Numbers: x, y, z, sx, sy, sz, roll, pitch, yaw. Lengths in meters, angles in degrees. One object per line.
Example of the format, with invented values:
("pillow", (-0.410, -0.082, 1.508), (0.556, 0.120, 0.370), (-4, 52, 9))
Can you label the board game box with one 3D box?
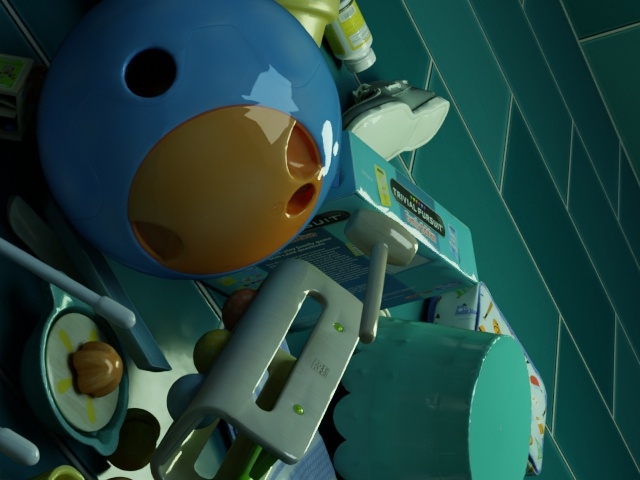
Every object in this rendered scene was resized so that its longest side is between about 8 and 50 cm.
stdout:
("board game box", (0.000, 0.000, 1.662), (0.336, 0.254, 0.079), (34, 44, -56))

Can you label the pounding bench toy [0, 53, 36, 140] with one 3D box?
("pounding bench toy", (-0.309, -0.132, 1.323), (0.052, 0.083, 0.065), (-78, 176, -47))

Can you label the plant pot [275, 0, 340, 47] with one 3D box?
("plant pot", (-0.105, -0.212, 1.596), (0.254, 0.254, 0.239), (-2, 94, -65))

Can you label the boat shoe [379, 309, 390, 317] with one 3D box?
("boat shoe", (0.019, 0.054, 1.941), (0.206, 0.075, 0.065), (54, -11, -30))

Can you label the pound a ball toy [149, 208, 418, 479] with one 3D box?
("pound a ball toy", (-0.039, 0.100, 1.426), (0.136, 0.208, 0.319), (35, 34, -4))

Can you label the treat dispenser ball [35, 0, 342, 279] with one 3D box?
("treat dispenser ball", (-0.122, -0.105, 1.362), (0.288, 0.288, 0.288), (43, 40, -50))

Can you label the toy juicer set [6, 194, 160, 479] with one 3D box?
("toy juicer set", (-0.204, 0.132, 1.348), (0.209, 0.090, 0.329), (33, 47, -56))

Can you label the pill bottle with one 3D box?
("pill bottle", (0.038, -0.311, 2.153), (0.116, 0.065, 0.065), (62, 27, -29))

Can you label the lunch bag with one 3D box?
("lunch bag", (0.264, 0.226, 2.288), (0.303, 0.115, 0.243), (58, 27, -32))

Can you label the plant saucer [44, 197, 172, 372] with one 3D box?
("plant saucer", (-0.204, 0.046, 1.371), (0.192, 0.018, 0.067), (58, 5, 13))

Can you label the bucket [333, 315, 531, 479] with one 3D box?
("bucket", (0.154, 0.238, 1.883), (0.281, 0.183, 0.281), (-7, 98, -63))

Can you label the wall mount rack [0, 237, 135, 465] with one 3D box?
("wall mount rack", (-0.301, 0.007, 1.158), (0.304, 0.130, 0.350), (66, 27, -21))

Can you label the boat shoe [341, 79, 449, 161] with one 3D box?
("boat shoe", (0.089, -0.188, 2.198), (0.099, 0.116, 0.319), (36, 25, 18))

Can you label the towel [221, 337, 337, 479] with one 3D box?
("towel", (-0.035, 0.267, 1.709), (0.285, 0.034, 0.209), (71, 24, -10))

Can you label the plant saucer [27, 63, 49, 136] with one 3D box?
("plant saucer", (-0.275, -0.134, 1.436), (0.083, 0.013, 0.083), (41, 42, -51))
